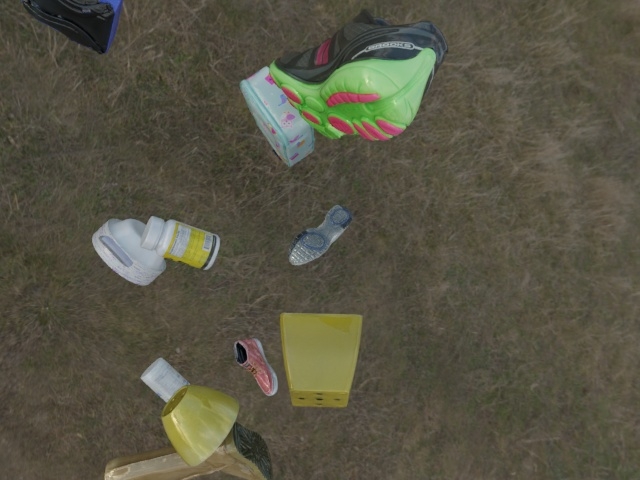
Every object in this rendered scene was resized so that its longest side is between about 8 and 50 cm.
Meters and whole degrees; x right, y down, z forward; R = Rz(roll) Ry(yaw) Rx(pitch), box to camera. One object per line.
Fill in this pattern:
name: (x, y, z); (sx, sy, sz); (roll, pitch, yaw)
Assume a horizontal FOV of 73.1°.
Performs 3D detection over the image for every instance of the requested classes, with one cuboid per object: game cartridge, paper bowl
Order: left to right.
game cartridge: (-0.441, 0.023, 0.931); (0.017, 0.056, 0.083); (-46, 117, -23)
paper bowl: (-0.729, 0.028, 1.698); (0.148, 0.284, 0.284); (-41, 107, 3)

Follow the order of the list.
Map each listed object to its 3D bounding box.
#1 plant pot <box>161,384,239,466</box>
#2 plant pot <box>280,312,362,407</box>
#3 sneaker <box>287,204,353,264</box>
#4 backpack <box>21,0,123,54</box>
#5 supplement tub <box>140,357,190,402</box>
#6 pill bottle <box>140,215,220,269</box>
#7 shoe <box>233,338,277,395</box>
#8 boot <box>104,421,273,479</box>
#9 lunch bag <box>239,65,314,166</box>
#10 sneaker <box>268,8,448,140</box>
plant pot: (-0.230, 0.320, 0.786); (0.095, 0.134, 0.134); (46, 62, -15)
plant pot: (-0.001, 0.322, 1.128); (0.212, 0.212, 0.187); (1, 55, 1)
sneaker: (0.000, 0.000, 1.534); (0.297, 0.129, 0.111); (-38, 76, -29)
backpack: (-0.356, -0.349, 0.625); (0.120, 0.098, 0.101); (18, 48, -25)
supplement tub: (-0.391, 0.357, 1.093); (0.107, 0.071, 0.071); (49, 61, -12)
pill bottle: (-0.425, 0.006, 1.313); (0.209, 0.119, 0.119); (21, 72, -28)
shoe: (-0.190, 0.366, 1.242); (0.081, 0.063, 0.178); (15, 41, -55)
boot: (-0.261, 0.476, 0.910); (0.270, 0.089, 0.236); (-20, 129, 5)
lunch bag: (-0.119, -0.336, 1.199); (0.108, 0.279, 0.224); (-37, 85, -4)
sneaker: (0.058, -0.315, 0.827); (0.202, 0.483, 0.185); (-48, 126, -5)
